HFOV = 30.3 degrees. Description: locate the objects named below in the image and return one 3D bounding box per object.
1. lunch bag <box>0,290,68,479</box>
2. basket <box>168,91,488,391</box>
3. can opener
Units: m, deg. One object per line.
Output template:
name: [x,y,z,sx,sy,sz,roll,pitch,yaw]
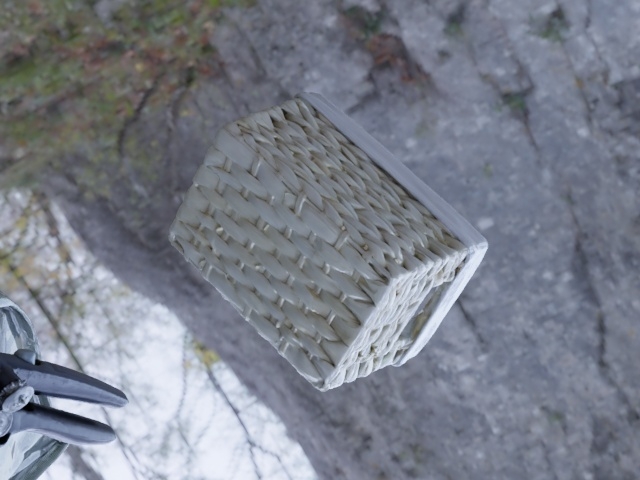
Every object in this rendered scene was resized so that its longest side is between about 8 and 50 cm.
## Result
lunch bag: [-0.328,0.079,0.848,0.235,0.287,0.169,30,-122,18]
basket: [0.000,0.000,0.755,0.103,0.167,0.113,-21,147,-52]
can opener: [-0.175,0.096,0.722,0.073,0.186,0.059,25,-88,29]
